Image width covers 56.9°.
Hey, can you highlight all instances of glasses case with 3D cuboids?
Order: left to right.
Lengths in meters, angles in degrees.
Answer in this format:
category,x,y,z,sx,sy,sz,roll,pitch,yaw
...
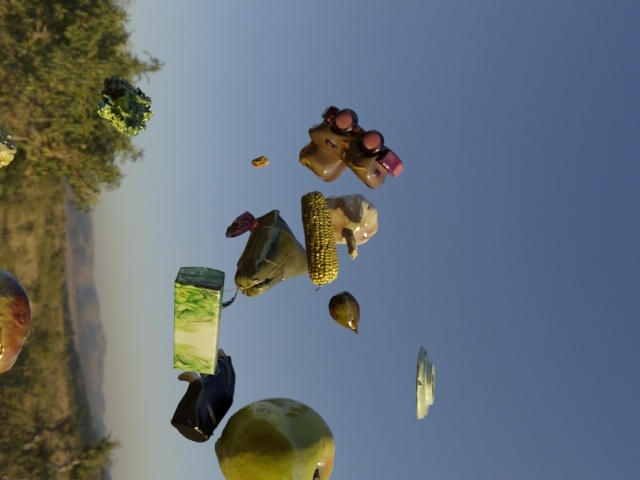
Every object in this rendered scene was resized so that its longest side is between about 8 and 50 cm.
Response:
category,x,y,z,sx,sy,sz,roll,pitch,yaw
glasses case,-0.258,0.173,1.248,0.062,0.096,0.272,-85,-174,-51

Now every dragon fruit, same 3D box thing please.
category,x,y,z,sx,sy,sz,roll,pitch,yaw
dragon fruit,-0.263,-0.041,1.987,0.097,0.063,0.131,-66,167,13

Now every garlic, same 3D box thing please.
category,x,y,z,sx,sy,sz,roll,pitch,yaw
garlic,0.113,-0.040,2.314,0.245,0.245,0.253,114,-19,-52

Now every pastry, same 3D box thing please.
category,x,y,z,sx,sy,sz,roll,pitch,yaw
pastry,-1.038,0.246,1.822,0.356,0.164,0.355,-4,-97,33

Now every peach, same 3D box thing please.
category,x,y,z,sx,sy,sz,roll,pitch,yaw
peach,-0.128,0.598,1.669,0.316,0.314,0.281,34,-19,21

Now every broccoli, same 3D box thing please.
category,x,y,z,sx,sy,sz,roll,pitch,yaw
broccoli,-0.531,-0.371,1.599,0.160,0.155,0.167,115,-16,-72

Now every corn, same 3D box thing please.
category,x,y,z,sx,sy,sz,roll,pitch,yaw
corn,-0.671,-0.182,1.165,0.288,0.087,0.086,6,-79,48
corn,0.000,0.000,1.833,0.101,0.102,0.310,158,-73,-68

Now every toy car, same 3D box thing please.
category,x,y,z,sx,sy,sz,roll,pitch,yaw
toy car,0.094,-0.284,2.005,0.341,0.240,0.271,39,5,13

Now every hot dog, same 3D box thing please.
category,x,y,z,sx,sy,sz,roll,pitch,yaw
hot dog,-0.208,-0.266,2.020,0.083,0.021,0.037,-13,-57,51

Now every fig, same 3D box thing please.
category,x,y,z,sx,sy,sz,roll,pitch,yaw
fig,0.090,0.249,1.994,0.154,0.103,0.109,60,1,14

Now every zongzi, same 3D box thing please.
category,x,y,z,sx,sy,sz,roll,pitch,yaw
zongzi,-0.172,0.153,2.300,0.182,0.418,0.447,-18,-141,38

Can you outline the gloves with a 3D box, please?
category,x,y,z,sx,sy,sz,roll,pitch,yaw
gloves,-0.329,0.447,1.741,0.301,0.153,0.197,-96,166,-48

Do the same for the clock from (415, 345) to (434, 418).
category,x,y,z,sx,sy,sz,roll,pitch,yaw
clock,0.345,0.463,1.928,0.236,0.053,0.236,2,90,-77
